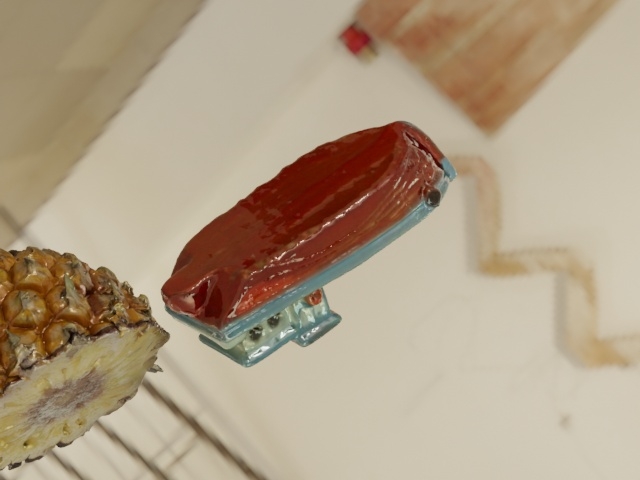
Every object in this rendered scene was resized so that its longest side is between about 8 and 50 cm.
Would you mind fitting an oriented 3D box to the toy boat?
[{"bbox_3d":[0.000,0.000,0.849,0.173,0.069,0.058,-37,128,-25],"label":"toy boat"}]

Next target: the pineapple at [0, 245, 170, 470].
[{"bbox_3d":[-0.199,0.052,1.134,0.161,0.137,0.176,-39,162,10],"label":"pineapple"}]
